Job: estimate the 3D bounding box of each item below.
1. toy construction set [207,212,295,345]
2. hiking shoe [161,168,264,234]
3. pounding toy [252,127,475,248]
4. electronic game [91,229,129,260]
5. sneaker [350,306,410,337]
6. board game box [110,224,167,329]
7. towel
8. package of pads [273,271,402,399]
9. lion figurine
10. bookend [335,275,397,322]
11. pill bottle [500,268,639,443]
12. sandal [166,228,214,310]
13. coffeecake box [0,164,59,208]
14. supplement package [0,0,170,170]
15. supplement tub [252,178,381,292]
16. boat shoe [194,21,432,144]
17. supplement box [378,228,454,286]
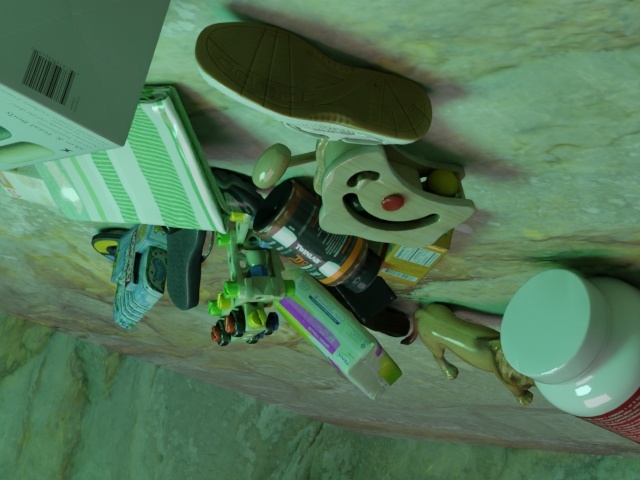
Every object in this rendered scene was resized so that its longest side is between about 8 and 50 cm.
[{"bbox_3d":[-0.128,0.069,1.791,0.151,0.215,0.327,-5,167,-5],"label":"toy construction set"},{"bbox_3d":[-0.201,-0.055,1.588,0.227,0.114,0.086,14,165,2],"label":"hiking shoe"},{"bbox_3d":[0.061,-0.106,1.298,0.270,0.154,0.154,11,137,-22],"label":"pounding toy"},{"bbox_3d":[-0.365,0.032,2.118,0.229,0.048,0.229,13,163,4],"label":"electronic game"},{"bbox_3d":[0.108,0.162,2.118,0.071,0.066,0.188,0,157,42],"label":"sneaker"},{"bbox_3d":[-0.325,0.036,1.883,0.060,0.194,0.194,22,137,-24],"label":"board game box"},{"bbox_3d":[-0.294,-0.113,1.446,0.325,0.038,0.247,4,133,31],"label":"towel"},{"bbox_3d":[0.036,0.199,2.088,0.229,0.101,0.296,42,175,25],"label":"package of pads"},{"bbox_3d":[0.301,0.198,1.963,0.392,0.142,0.240,10,156,28],"label":"lion figurine"},{"bbox_3d":[0.041,0.041,1.734,0.156,0.072,0.157,52,180,-18],"label":"bookend"},{"bbox_3d":[0.489,0.194,1.637,0.408,0.229,0.229,25,160,-33],"label":"pill bottle"},{"bbox_3d":[-0.223,0.007,1.746,0.097,0.054,0.254,45,139,32],"label":"sandal"},{"bbox_3d":[-0.444,-0.105,1.705,0.186,0.068,0.142,13,163,3],"label":"coffeecake box"},{"bbox_3d":[-0.327,-0.208,1.056,0.263,0.198,0.199,-3,156,45],"label":"supplement package"},{"bbox_3d":[0.000,0.000,1.557,0.198,0.106,0.106,36,156,-21],"label":"supplement tub"},{"bbox_3d":[-0.017,-0.159,1.138,0.277,0.098,0.096,18,162,-17],"label":"boat shoe"},{"bbox_3d":[0.145,0.003,1.562,0.080,0.078,0.233,18,162,-5],"label":"supplement box"}]
